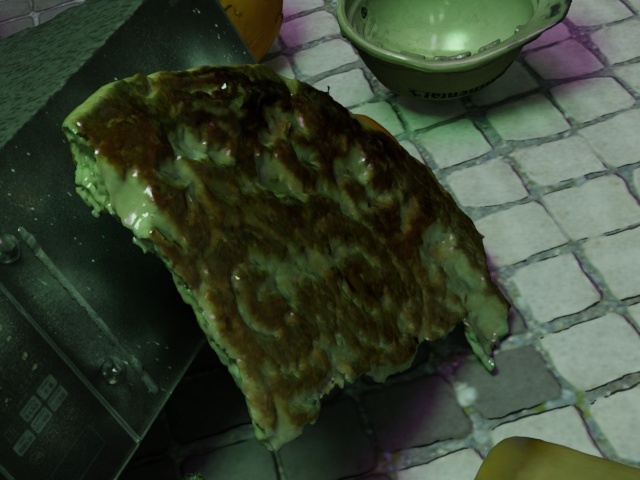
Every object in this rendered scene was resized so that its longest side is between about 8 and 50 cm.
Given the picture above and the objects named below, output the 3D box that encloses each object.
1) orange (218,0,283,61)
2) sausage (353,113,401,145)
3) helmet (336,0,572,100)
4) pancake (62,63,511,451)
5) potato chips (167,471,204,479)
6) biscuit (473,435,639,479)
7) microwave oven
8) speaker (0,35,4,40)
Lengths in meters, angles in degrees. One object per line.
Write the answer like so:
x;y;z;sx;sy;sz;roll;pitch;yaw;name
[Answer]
-0.167;-0.304;1.240;0.246;0.246;0.246;-8;42;7;orange
0.059;-0.094;1.076;0.062;0.054;0.183;4;34;-22;sausage
0.154;-0.232;1.133;0.257;0.137;0.204;-6;54;6;helmet
-0.003;-0.005;0.795;0.067;0.305;0.427;-32;-15;36;pancake
-0.177;0.264;0.751;0.228;0.059;0.167;-20;48;-14;potato chips
0.208;0.255;0.648;0.290;0.062;0.237;16;50;28;biscuit
-0.261;0.003;0.862;0.374;0.236;0.432;-10;36;38;microwave oven
-0.483;-0.215;1.260;0.183;0.184;0.406;-25;43;-12;speaker
